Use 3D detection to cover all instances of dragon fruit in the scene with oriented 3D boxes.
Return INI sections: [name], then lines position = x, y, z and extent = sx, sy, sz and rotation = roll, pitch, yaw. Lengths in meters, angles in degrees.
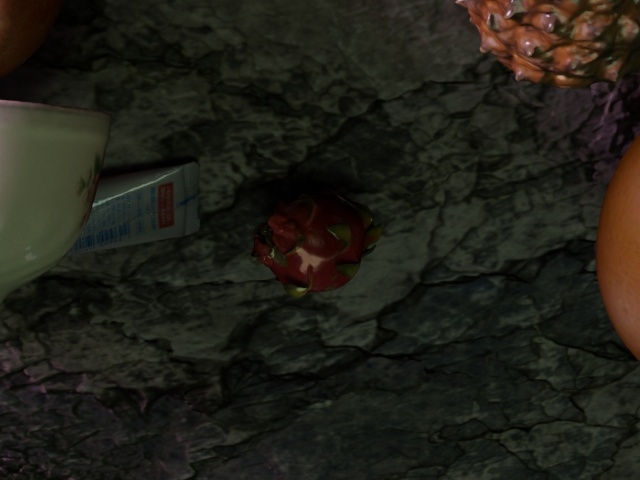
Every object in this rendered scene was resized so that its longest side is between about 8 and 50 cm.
[dragon fruit]
position = 0.000, 0.001, 1.544
extent = 0.086, 0.081, 0.116
rotation = -38, 162, 26

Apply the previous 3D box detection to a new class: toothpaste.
[toothpaste]
position = -0.207, -0.013, 1.512
extent = 0.234, 0.057, 0.089
rotation = -9, 144, -10

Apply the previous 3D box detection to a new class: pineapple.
[pineapple]
position = 0.134, -0.255, 1.200
extent = 0.169, 0.169, 0.340
rotation = -15, 134, 8

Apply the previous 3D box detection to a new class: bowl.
[bowl]
position = -0.279, -0.026, 1.297
extent = 0.277, 0.145, 0.277
rotation = 1, -178, 0

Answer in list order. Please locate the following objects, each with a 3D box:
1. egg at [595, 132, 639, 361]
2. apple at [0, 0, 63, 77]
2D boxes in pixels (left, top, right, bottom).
[egg]
position = 0.377, -0.007, 1.440
extent = 0.351, 0.282, 0.282
rotation = -13, 141, 4
[apple]
position = -0.242, -0.187, 1.195
extent = 0.181, 0.168, 0.181
rotation = -2, 134, -2
